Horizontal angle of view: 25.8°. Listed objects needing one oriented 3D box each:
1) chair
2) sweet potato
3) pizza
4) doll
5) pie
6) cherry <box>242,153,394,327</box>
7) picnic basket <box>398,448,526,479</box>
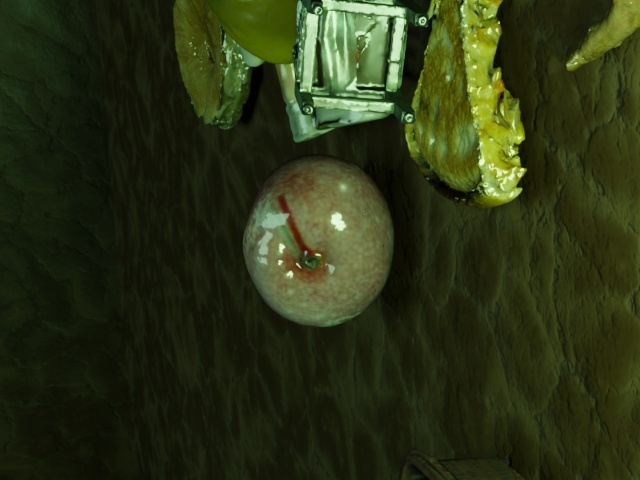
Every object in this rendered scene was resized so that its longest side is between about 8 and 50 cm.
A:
[{"bbox_3d":[0.039,-0.240,1.707,0.270,0.147,0.136,-103,18,-70],"label":"chair"},{"bbox_3d":[0.282,-0.225,1.303,0.214,0.050,0.050,105,150,-56],"label":"sweet potato"},{"bbox_3d":[0.159,-0.170,1.629,0.251,0.074,0.287,156,110,-71],"label":"pizza"},{"bbox_3d":[-0.044,-0.325,1.949,0.348,0.161,0.423,19,129,41],"label":"doll"},{"bbox_3d":[-0.195,-0.364,2.534,0.339,0.083,0.339,175,90,-72],"label":"pie"},{"bbox_3d":[0.000,0.000,1.939,0.285,0.213,0.236,-79,12,-76],"label":"cherry"},{"bbox_3d":[0.190,0.396,1.676,0.222,0.129,0.296,-134,40,-57],"label":"picnic basket"}]
